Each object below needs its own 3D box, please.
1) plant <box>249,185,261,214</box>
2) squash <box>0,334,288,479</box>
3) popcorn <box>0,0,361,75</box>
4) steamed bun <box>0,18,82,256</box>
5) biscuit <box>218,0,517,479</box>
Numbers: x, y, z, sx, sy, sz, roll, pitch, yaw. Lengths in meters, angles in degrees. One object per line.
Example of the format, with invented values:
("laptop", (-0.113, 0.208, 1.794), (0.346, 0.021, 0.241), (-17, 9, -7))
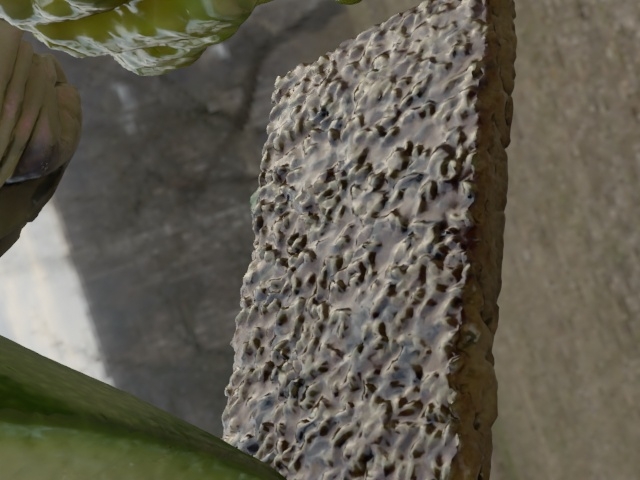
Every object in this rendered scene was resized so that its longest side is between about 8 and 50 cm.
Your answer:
("plant", (0.000, 0.000, 0.945), (0.102, 0.051, 0.051), (49, -169, -36))
("squash", (-0.126, 0.077, 0.418), (0.111, 0.288, 0.203), (-61, 3, 29))
("popcorn", (-0.049, -0.143, 0.461), (0.167, 0.187, 0.186), (14, 113, 51))
("steamed bun", (-0.317, -0.084, 1.292), (0.275, 0.206, 0.320), (-63, 1, 30))
("biscuit", (0.017, 0.004, 0.590), (0.025, 0.131, 0.231), (34, -131, -37))
